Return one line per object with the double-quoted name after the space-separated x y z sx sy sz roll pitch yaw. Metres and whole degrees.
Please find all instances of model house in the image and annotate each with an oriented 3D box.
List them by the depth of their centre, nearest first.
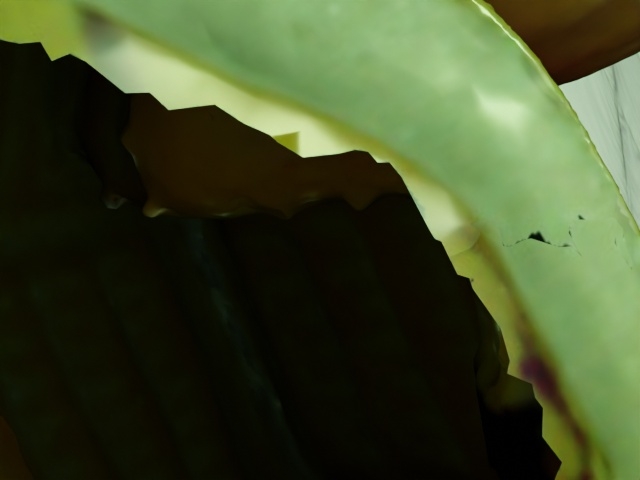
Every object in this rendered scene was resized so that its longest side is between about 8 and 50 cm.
-0.025 0.007 0.437 0.239 0.173 0.268 -105 172 -84 "model house"

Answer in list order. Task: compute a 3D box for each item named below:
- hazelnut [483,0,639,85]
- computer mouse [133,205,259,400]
0.059 -0.269 0.783 0.359 0.359 0.409 -26 104 -73 "hazelnut"
0.006 -0.002 0.680 0.288 0.097 0.159 26 48 -67 "computer mouse"
